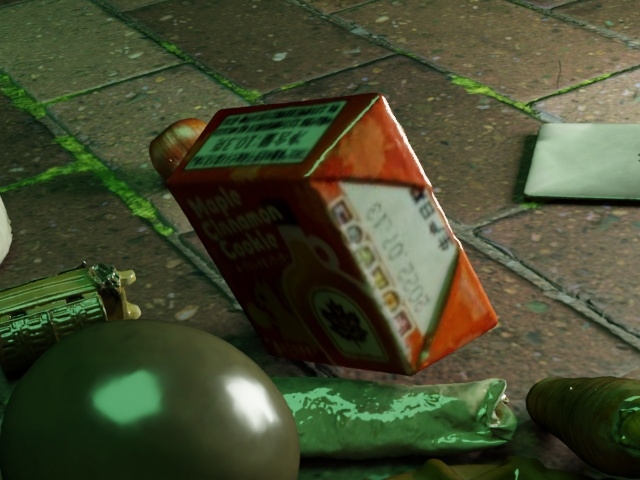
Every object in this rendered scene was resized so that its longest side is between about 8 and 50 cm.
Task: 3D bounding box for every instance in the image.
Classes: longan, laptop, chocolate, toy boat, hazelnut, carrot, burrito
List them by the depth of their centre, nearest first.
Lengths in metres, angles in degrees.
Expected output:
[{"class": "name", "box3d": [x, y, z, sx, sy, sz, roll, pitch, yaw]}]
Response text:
[{"class": "carrot", "box3d": [0.194, 0.126, 0.895, 0.070, 0.070, 0.342, -7, -4, 0]}, {"class": "longan", "box3d": [-0.127, 0.151, 0.915, 0.220, 0.196, 0.196, 11, 33, 22]}, {"class": "burrito", "box3d": [0.024, 0.143, 1.036, 0.275, 0.059, 0.082, -2, 36, 9]}, {"class": "chocolate", "box3d": [0.000, 0.000, 1.080, 0.108, 0.234, 0.237, -41, 26, -28]}, {"class": "toy boat", "box3d": [-0.282, 0.082, 1.200, 0.226, 0.068, 0.088, -16, 36, -16]}, {"class": "laptop", "box3d": [0.373, -0.088, 1.420, 0.269, 0.015, 0.187, 2, 30, 16]}, {"class": "hazelnut", "box3d": [-0.159, -0.105, 1.512, 0.086, 0.086, 0.086, -5, 29, 3]}]

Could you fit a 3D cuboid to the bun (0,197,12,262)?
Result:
[{"class": "bun", "box3d": [-0.476, -0.041, 1.359, 0.263, 0.175, 0.263, -6, 27, 3]}]

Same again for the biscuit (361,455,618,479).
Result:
[{"class": "biscuit", "box3d": [0.107, 0.256, 0.764, 0.332, 0.103, 0.332, -5, 28, 3]}]
